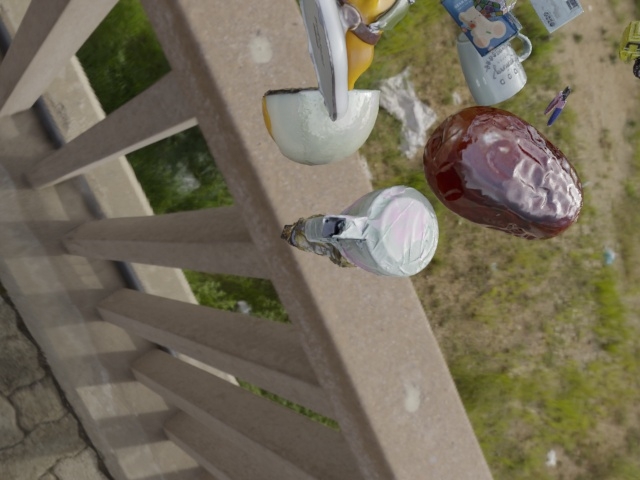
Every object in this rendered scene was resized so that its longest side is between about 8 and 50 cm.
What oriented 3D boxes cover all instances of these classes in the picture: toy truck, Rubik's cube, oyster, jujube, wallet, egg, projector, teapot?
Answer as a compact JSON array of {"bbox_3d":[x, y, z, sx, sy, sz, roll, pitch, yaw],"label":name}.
[{"bbox_3d":[0.819,-0.423,1.384,0.111,0.286,0.136,70,36,-61],"label":"toy truck"},{"bbox_3d":[0.415,-0.585,1.480,0.111,0.111,0.093,-39,124,-27],"label":"Rubik's cube"},{"bbox_3d":[0.000,-0.003,1.595,0.079,0.345,0.128,-9,102,-41],"label":"oyster"},{"bbox_3d":[0.350,-0.122,1.200,0.318,0.223,0.222,27,75,-17],"label":"jujube"},{"bbox_3d":[0.441,-0.615,1.696,0.202,0.141,0.059,46,43,-16],"label":"wallet"},{"bbox_3d":[0.003,-0.297,1.627,0.337,0.337,0.200,-10,104,-32],"label":"egg"},{"bbox_3d":[0.704,-0.721,1.877,0.147,0.115,0.061,54,30,-12],"label":"projector"},{"bbox_3d":[0.088,-0.002,1.154,0.222,0.178,0.163,-26,100,-27],"label":"teapot"}]

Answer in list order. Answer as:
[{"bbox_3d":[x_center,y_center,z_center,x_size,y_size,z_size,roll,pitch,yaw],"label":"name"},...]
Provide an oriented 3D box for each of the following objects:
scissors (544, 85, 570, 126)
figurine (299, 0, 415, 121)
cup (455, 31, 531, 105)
[{"bbox_3d":[0.486,-0.278,1.277,0.012,0.113,0.039,-2,69,-5],"label":"scissors"},{"bbox_3d":[0.057,-0.296,0.869,0.141,0.166,0.249,-17,143,-5],"label":"figurine"},{"bbox_3d":[0.586,-0.621,2.079,0.258,0.186,0.234,-38,120,-8],"label":"cup"}]
